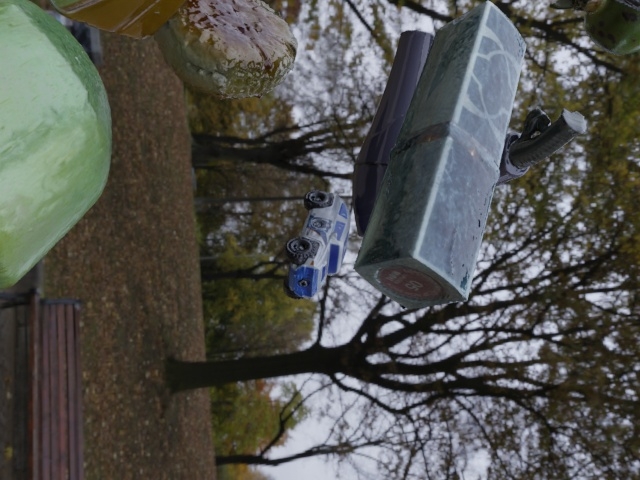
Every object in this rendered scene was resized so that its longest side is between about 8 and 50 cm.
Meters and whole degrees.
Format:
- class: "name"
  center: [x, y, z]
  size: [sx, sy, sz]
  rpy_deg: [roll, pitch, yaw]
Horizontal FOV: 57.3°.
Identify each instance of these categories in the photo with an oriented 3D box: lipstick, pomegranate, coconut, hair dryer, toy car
- class: "lipstick"
  center: [0.113, -0.085, 0.512]
  size: [0.076, 0.077, 0.289]
  rpy_deg: [-19, -137, 50]
- class: "pomegranate"
  center: [0.544, -0.443, 1.092]
  size: [0.156, 0.220, 0.156]
  rpy_deg: [-62, -179, 2]
- class: "coconut"
  center: [-0.384, -0.092, 0.611]
  size: [0.281, 0.329, 0.328]
  rpy_deg: [56, -3, -27]
- class: "hair dryer"
  center: [0.177, -0.137, 0.736]
  size: [0.361, 0.121, 0.300]
  rpy_deg: [9, -93, 60]
- class: "toy car"
  center: [0.000, 0.000, 0.780]
  size: [0.170, 0.071, 0.080]
  rpy_deg: [-71, 170, -48]

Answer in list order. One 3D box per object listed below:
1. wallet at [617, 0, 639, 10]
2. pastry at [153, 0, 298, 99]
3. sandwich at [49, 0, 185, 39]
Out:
- class: "wallet"
  center: [0.393, -0.385, 0.676]
  size: [0.025, 0.124, 0.244]
  rpy_deg: [100, 14, -85]
- class: "pastry"
  center: [-0.137, -0.282, 0.824]
  size: [0.182, 0.193, 0.093]
  rpy_deg: [61, -39, 20]
- class: "sandwich"
  center: [-0.217, -0.340, 0.670]
  size: [0.117, 0.187, 0.144]
  rpy_deg: [52, 18, 10]
